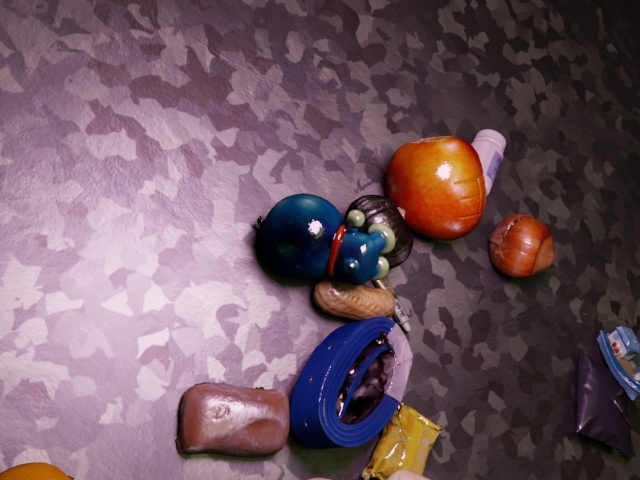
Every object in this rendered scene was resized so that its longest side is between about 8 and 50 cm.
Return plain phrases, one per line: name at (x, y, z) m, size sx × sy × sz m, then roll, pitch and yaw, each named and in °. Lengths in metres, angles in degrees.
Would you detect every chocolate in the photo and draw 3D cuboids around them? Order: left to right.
chocolate at (-0.172, 0.384, 1.724) m, size 0.262 × 0.083 × 0.160 m, roll 8°, pitch 73°, yaw -28°

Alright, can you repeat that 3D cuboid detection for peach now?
peach at (0.295, -0.129, 2.074) m, size 0.246 × 0.248 × 0.274 m, roll -11°, pitch 94°, yaw 3°

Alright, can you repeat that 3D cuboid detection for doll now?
doll at (0.000, 0.001, 1.842) m, size 0.322 × 0.198 × 0.186 m, roll 15°, pitch 25°, yaw 17°

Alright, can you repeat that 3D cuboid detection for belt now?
belt at (0.076, 0.327, 1.834) m, size 0.212 × 0.117 × 0.347 m, roll 51°, pitch 49°, yaw -14°

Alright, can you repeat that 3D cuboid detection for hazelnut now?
hazelnut at (0.557, 0.018, 2.213) m, size 0.182 × 0.182 × 0.182 m, roll 9°, pitch 71°, yaw -27°

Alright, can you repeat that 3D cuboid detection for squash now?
squash at (0.144, -0.022, 1.971) m, size 0.156 × 0.193 × 0.193 m, roll -13°, pitch 81°, yaw -3°

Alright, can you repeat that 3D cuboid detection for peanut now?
peanut at (0.086, 0.140, 1.939) m, size 0.226 × 0.095 × 0.108 m, roll 17°, pitch 68°, yaw -25°

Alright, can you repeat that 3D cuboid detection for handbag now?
handbag at (0.797, 0.456, 2.249) m, size 0.211 × 0.089 × 0.254 m, roll 29°, pitch 55°, yaw -21°

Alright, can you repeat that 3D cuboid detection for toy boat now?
toy boat at (0.875, 0.343, 2.267) m, size 0.109 × 0.098 × 0.237 m, roll 19°, pitch 38°, yaw -29°

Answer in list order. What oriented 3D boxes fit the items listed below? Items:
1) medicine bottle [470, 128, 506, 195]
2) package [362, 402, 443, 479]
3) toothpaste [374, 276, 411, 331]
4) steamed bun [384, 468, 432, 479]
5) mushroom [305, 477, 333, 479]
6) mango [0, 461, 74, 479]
medicine bottle at (0.452, -0.215, 2.253) m, size 0.103 × 0.103 × 0.186 m, roll 36°, pitch 60°, yaw -16°
package at (0.193, 0.496, 1.893) m, size 0.168 × 0.090 × 0.226 m, roll 34°, pitch 58°, yaw -13°
toothpaste at (0.173, 0.139, 2.028) m, size 0.049 × 0.031 × 0.204 m, roll -26°, pitch 86°, yaw -36°
steamed bun at (0.180, 0.639, 1.764) m, size 0.200 × 0.225 × 0.170 m, roll 32°, pitch 33°, yaw -3°
mushroom at (0.011, 0.602, 1.695) m, size 0.206 × 0.209 × 0.206 m, roll 27°, pitch 42°, yaw -27°
mango at (-0.515, 0.579, 1.395) m, size 0.264 × 0.221 × 0.377 m, roll 19°, pitch 77°, yaw -27°
